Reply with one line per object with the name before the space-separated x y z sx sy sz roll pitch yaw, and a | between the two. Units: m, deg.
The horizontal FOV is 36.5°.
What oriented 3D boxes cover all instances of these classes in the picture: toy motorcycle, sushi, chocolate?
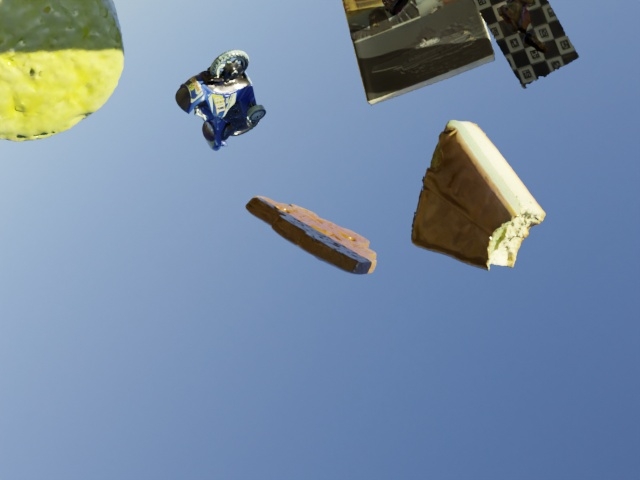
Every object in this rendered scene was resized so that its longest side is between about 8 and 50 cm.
toy motorcycle | -0.212 -0.287 2.033 0.168 0.113 0.315 -25 158 -8
sushi | 0.385 -0.395 1.793 0.139 0.201 0.031 -23 -168 46
chocolate | 0.106 -0.506 1.921 0.070 0.147 0.072 -43 158 -36

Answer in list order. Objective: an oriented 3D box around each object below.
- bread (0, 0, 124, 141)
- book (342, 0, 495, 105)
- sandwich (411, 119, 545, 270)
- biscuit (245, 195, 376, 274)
bread | -0.478 -0.337 1.476 0.348 0.348 0.308 -39 -141 2
book | 0.177 -0.473 1.936 0.262 0.028 0.374 -19 -113 16
sandwich | 0.266 -0.074 1.580 0.186 0.108 0.220 19 -78 37
biscuit | -0.001 0.001 1.803 0.043 0.278 0.301 -64 -156 10
